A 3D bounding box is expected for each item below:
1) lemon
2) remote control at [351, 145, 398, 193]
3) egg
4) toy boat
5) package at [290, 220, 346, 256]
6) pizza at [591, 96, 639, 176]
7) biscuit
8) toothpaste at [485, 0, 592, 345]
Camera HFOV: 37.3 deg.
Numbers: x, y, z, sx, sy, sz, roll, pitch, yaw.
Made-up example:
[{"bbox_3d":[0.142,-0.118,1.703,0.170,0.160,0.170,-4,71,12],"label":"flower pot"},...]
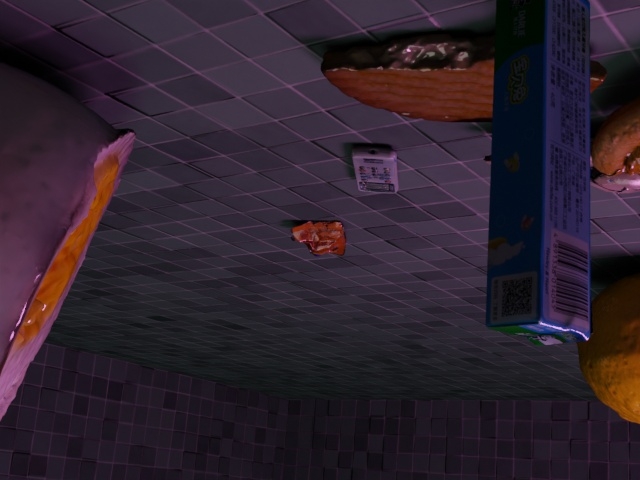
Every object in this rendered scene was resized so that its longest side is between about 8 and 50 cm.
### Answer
[{"bbox_3d":[0.519,0.162,1.438,0.245,0.245,0.320,7,170,-8],"label":"lemon"},{"bbox_3d":[0.065,-0.082,1.109,0.053,0.018,0.124,4,164,6],"label":"remote control"},{"bbox_3d":[-0.398,-0.024,0.892,0.340,0.354,0.354,25,161,-8],"label":"egg"},{"bbox_3d":[0.272,-0.081,0.965,0.210,0.066,0.084,2,163,12],"label":"toy boat"},{"bbox_3d":[0.000,0.001,1.396,0.077,0.033,0.110,12,161,12],"label":"package"},{"bbox_3d":[0.334,-0.097,0.816,0.246,0.058,0.127,-5,161,43],"label":"pizza"},{"bbox_3d":[0.118,-0.148,0.836,0.229,0.031,0.176,10,163,-13],"label":"biscuit"},{"bbox_3d":[0.163,-0.060,0.696,0.065,0.266,0.050,16,161,-37],"label":"toothpaste"}]
